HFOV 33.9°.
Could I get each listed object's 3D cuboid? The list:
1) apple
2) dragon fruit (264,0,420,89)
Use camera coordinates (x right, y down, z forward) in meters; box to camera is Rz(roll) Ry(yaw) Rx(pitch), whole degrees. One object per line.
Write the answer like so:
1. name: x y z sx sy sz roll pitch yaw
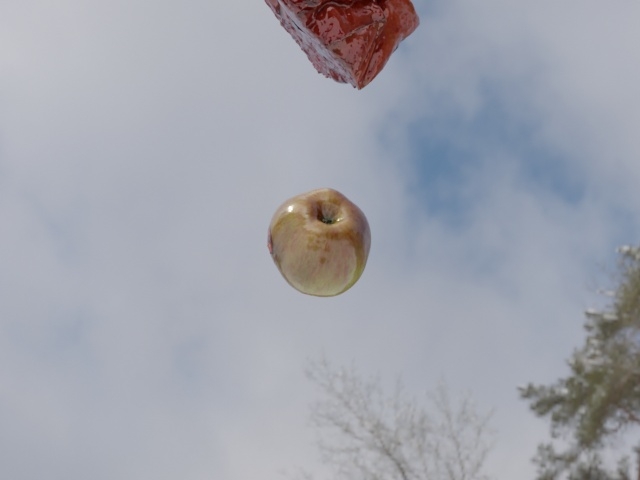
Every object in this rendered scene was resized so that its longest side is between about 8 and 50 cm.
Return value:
1. apple: 0.003 0.001 1.231 0.126 0.126 0.102 24 -43 -5
2. dragon fruit: -0.007 -0.224 0.875 0.192 0.092 0.122 46 -3 -10
